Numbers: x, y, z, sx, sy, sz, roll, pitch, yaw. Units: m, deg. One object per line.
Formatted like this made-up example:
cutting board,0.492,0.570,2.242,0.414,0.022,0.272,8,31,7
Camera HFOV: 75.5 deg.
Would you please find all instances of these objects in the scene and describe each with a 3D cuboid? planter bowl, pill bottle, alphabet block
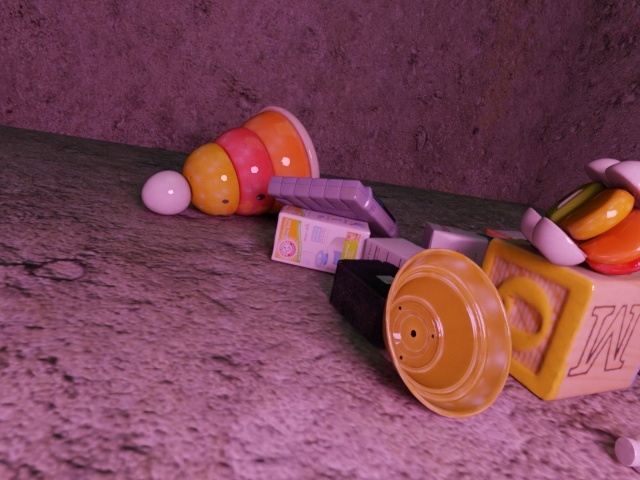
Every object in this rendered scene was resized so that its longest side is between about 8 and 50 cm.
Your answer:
planter bowl,0.154,0.126,0.573,0.217,0.217,0.090,3,-18,-28
pill bottle,0.390,0.250,0.475,0.083,0.043,0.043,10,16,-2
alphabet block,0.384,0.117,0.667,0.197,0.194,0.192,3,16,-25

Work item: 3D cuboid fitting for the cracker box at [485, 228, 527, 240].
cracker box,0.725,0.019,1.477,0.232,0.067,0.155,2,19,-26

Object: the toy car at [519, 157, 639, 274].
toy car,0.385,-0.020,0.572,0.136,0.159,0.182,47,19,0

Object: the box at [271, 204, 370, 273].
box,0.000,0.000,0.947,0.203,0.114,0.103,13,15,0

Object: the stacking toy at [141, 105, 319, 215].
stacking toy,-0.275,-0.176,1.198,0.479,0.351,0.350,-24,34,-32

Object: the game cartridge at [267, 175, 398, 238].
game cartridge,0.053,-0.073,1.040,0.230,0.068,0.355,3,-14,25

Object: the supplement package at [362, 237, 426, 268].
supplement package,0.178,0.070,0.843,0.105,0.105,0.179,-1,20,-33

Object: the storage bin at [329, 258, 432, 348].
storage bin,0.108,0.103,0.723,0.122,0.084,0.180,3,17,-28

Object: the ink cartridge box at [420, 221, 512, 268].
ink cartridge box,0.391,0.054,0.962,0.307,0.129,0.223,12,9,9
